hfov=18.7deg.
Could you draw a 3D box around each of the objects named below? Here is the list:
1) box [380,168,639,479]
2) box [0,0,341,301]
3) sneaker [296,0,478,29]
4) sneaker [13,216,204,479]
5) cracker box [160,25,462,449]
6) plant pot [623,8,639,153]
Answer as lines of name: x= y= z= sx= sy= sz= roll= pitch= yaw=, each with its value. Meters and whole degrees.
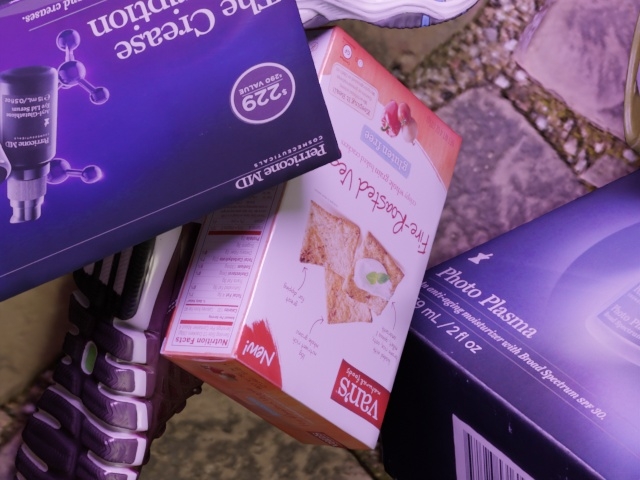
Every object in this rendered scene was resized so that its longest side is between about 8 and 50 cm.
box: x=0.238 y=0.113 z=1.416 sx=0.294 sy=0.296 sz=0.183 roll=-24 pitch=128 yaw=-25
box: x=-0.140 y=-0.089 z=1.099 sx=0.261 sy=0.103 sz=0.184 roll=-23 pitch=132 yaw=-7
sneaker: x=0.028 y=-0.182 z=1.222 sx=0.211 sy=0.080 sz=0.081 roll=-10 pitch=123 yaw=-33
sneaker: x=-0.096 y=0.102 z=1.287 sx=0.162 sy=0.106 sz=0.281 roll=2 pitch=114 yaw=-41
cracker box: x=0.000 y=0.000 z=1.254 sx=0.155 sy=0.067 sz=0.232 roll=37 pitch=63 yaw=-45
plant pot: x=0.376 y=-0.112 z=1.395 sx=0.293 sy=0.275 sz=0.275 roll=9 pitch=115 yaw=-1
